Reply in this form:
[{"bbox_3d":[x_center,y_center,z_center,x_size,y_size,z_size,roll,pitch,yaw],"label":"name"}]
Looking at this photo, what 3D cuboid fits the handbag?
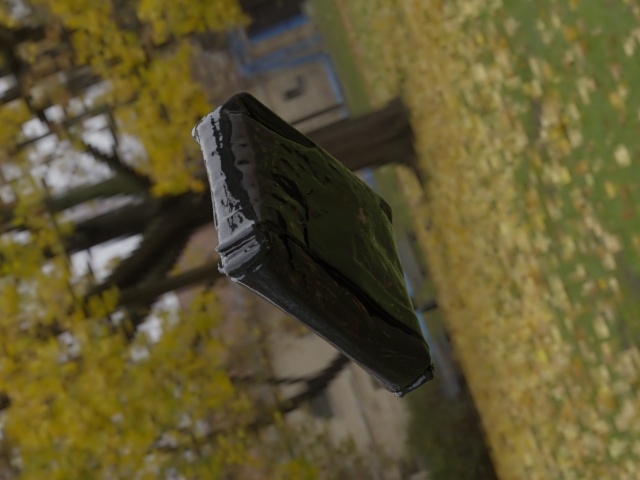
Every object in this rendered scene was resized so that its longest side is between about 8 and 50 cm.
[{"bbox_3d":[0.000,0.000,1.416,0.247,0.080,0.223,37,-158,-36],"label":"handbag"}]
